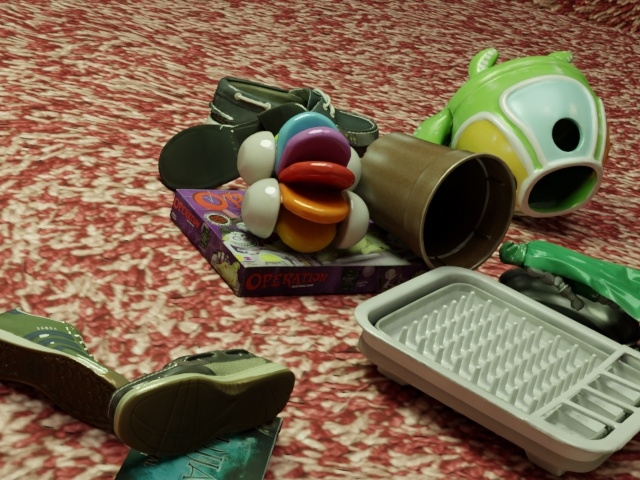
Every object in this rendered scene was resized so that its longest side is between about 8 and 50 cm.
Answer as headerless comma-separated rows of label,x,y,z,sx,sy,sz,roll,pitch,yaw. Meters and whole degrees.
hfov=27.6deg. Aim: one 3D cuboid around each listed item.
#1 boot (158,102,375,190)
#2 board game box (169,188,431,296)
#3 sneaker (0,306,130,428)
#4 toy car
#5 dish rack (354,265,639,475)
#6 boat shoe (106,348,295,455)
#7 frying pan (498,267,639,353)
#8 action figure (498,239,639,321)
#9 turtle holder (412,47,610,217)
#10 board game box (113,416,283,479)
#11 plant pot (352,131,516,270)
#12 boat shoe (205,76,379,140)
boot,-0.071,-0.114,1.841,0.263,0.091,0.229,-14,-10,18
board game box,0.000,0.000,1.715,0.347,0.056,0.208,0,25,-34
sneaker,-0.248,0.113,1.271,0.192,0.064,0.086,20,28,15
toy car,-0.013,-0.082,1.623,0.159,0.136,0.182,7,53,-19
dish rack,0.220,0.150,1.497,0.333,0.072,0.285,29,27,25
boat shoe,-0.119,0.144,1.217,0.073,0.080,0.223,28,20,36
frying pan,0.382,0.119,1.699,0.326,0.053,0.197,21,24,6
action figure,0.342,0.051,1.691,0.232,0.063,0.137,22,24,5
turtle holder,0.306,-0.159,2.031,0.320,0.243,0.227,11,40,-35
board game box,-0.111,0.203,1.217,0.126,0.026,0.186,17,24,1
plant pot,0.139,-0.058,1.699,0.167,0.167,0.165,-4,22,-39
boat shoe,-0.031,-0.199,2.069,0.302,0.091,0.114,1,28,-31
